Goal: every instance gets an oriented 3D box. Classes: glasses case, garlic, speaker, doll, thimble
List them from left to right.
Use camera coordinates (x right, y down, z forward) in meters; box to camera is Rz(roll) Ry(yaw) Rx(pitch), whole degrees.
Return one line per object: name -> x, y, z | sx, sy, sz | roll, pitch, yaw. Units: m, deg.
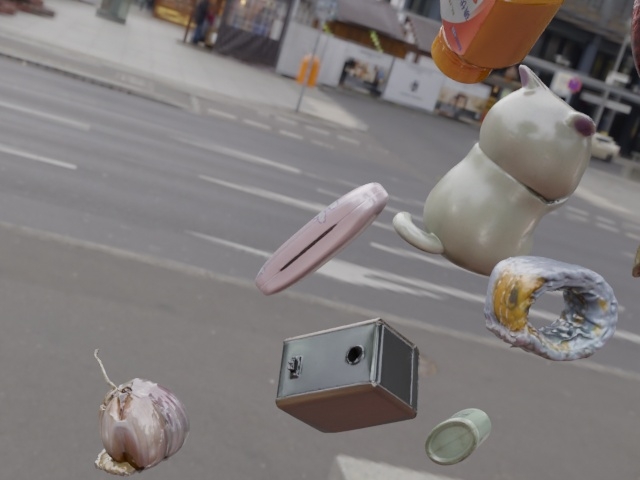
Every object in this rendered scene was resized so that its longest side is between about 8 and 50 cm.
garlic -> -0.383, 0.345, 1.860 | 0.256, 0.207, 0.207 | 35, 16, 14
glasses case -> 0.000, 0.000, 1.695 | 0.075, 0.297, 0.113 | 51, 27, 4
speaker -> 0.058, 0.265, 1.877 | 0.230, 0.153, 0.192 | -15, -38, 32
doll -> 0.330, -0.099, 1.717 | 0.226, 0.370, 0.215 | 22, 25, -46
thimble -> 0.303, 0.089, 1.287 | 0.151, 0.127, 0.118 | 10, 3, -18

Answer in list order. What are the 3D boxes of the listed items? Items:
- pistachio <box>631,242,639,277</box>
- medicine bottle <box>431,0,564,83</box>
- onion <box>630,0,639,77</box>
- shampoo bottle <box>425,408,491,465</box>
pistachio -> 0.508, 0.003, 1.309 | 0.124, 0.185, 0.124 | 45, 9, -9
medicine bottle -> 0.247, -0.334, 1.402 | 0.112, 0.149, 0.222 | -2, -28, -18
onion -> 0.608, -0.309, 1.448 | 0.313, 0.314, 0.232 | 16, -4, -7
shampoo bottle -> 0.305, 0.417, 2.078 | 0.087, 0.118, 0.234 | 58, 15, 13
